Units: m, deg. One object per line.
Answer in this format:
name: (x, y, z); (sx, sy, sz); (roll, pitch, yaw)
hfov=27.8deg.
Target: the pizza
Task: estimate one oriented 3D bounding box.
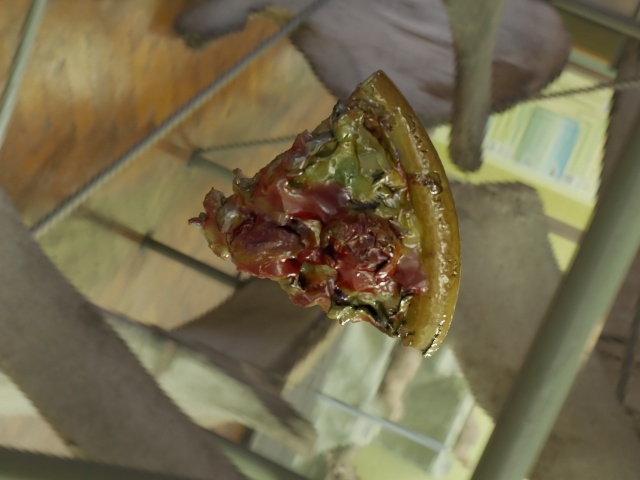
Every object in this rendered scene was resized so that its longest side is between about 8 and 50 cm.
pizza: (0.000, 0.000, 0.870); (0.201, 0.193, 0.053); (69, 27, -20)
